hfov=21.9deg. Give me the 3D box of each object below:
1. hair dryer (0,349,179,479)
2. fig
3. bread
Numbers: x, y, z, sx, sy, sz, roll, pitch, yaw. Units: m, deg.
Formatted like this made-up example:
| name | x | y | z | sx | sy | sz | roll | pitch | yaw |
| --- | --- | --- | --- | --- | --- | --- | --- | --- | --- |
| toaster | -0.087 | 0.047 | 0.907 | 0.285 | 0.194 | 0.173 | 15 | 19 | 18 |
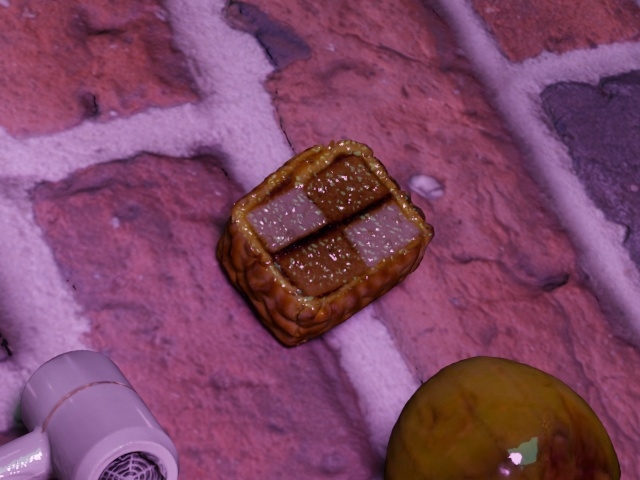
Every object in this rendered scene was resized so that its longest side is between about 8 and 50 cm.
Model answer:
| name | x | y | z | sx | sy | sz | roll | pitch | yaw |
| --- | --- | --- | --- | --- | --- | --- | --- | --- | --- |
| hair dryer | -0.316 | 0.235 | 1.509 | 0.357 | 0.108 | 0.173 | -25 | 32 | -16 |
| fig | 0.170 | 0.230 | 1.633 | 0.239 | 0.239 | 0.271 | 5 | 25 | -17 |
| bread | 0.000 | 0.000 | 1.802 | 0.222 | 0.096 | 0.181 | -33 | 72 | -33 |
